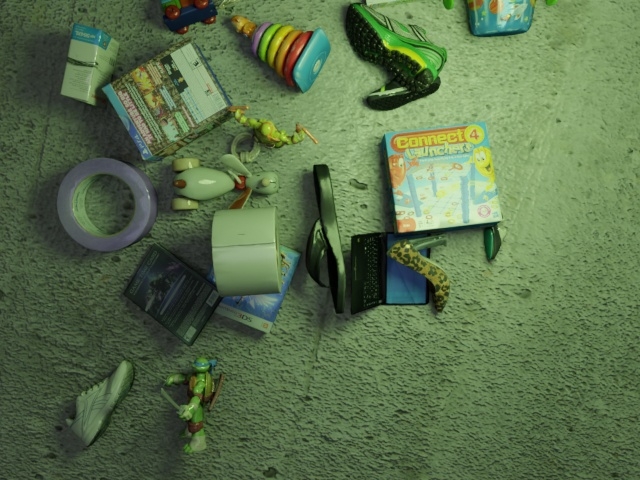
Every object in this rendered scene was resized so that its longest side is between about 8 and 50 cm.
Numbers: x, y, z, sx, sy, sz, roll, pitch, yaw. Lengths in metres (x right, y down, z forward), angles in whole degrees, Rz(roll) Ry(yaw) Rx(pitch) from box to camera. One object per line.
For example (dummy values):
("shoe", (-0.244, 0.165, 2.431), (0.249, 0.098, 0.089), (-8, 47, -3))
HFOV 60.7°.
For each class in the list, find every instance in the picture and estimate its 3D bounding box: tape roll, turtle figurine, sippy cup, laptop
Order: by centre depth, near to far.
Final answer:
("tape roll", (-0.200, 0.032, 1.524), (0.168, 0.246, 0.247), (-4, 95, -1))
("sippy cup", (0.513, -0.701, 1.549), (0.305, 0.240, 0.224), (3, 107, 23))
("turtle figurine", (-0.137, -0.305, 1.565), (0.269, 0.217, 0.087), (18, 95, -3))
("tape roll", (-0.635, -0.108, 1.641), (0.274, 0.090, 0.275), (0, 96, -1))
("laptop", (0.214, 0.095, 1.649), (0.136, 0.264, 0.235), (3, 96, 35))
("turtle figurine", (-0.429, 0.495, 1.652), (0.197, 0.274, 0.267), (6, 101, 33))

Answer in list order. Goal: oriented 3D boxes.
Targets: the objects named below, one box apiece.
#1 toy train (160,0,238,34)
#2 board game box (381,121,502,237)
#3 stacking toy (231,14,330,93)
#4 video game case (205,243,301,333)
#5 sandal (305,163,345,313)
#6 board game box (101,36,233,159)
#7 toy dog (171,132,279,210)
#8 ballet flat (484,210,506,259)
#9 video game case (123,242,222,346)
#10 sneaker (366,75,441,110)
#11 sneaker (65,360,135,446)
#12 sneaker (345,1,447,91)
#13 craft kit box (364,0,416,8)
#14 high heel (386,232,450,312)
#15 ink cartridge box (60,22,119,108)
("toy train", (-0.348, -0.718, 1.590), (0.247, 0.105, 0.144), (-20, 82, 1))
("board game box", (0.353, -0.178, 1.616), (0.307, 0.086, 0.302), (-7, 81, 0))
("stacking toy", (-0.136, -0.573, 1.588), (0.301, 0.175, 0.166), (30, 91, 8))
("video game case", (-0.219, 0.117, 1.683), (0.244, 0.061, 0.270), (22, 95, -4))
("sandal", (0.000, -0.001, 1.629), (0.106, 0.167, 0.447), (-8, 86, -6))
("board game box", (-0.430, -0.401, 1.590), (0.290, 0.141, 0.232), (-29, 95, 2))
("toy dog", (-0.301, -0.174, 1.604), (0.333, 0.161, 0.220), (-23, 96, 1))
("ballet flat", (0.533, -0.044, 1.677), (0.074, 0.074, 0.203), (-12, 93, 0))
("video game case", (-0.448, 0.162, 1.664), (0.274, 0.026, 0.196), (35, 97, 12))
("sneaker", (0.245, -0.466, 1.641), (0.234, 0.084, 0.097), (-16, 70, 0))
("sneaker", (-0.685, 0.492, 1.691), (0.129, 0.111, 0.297), (34, 93, 2))
("sneaker", (0.213, -0.577, 1.589), (0.343, 0.134, 0.146), (42, 67, 10))
("craft kit box", (0.234, -0.828, 1.606), (0.249, 0.061, 0.247), (-10, 98, 0))
("high heel", (0.293, 0.111, 1.655), (0.186, 0.093, 0.262), (-10, 108, -10))
("ink cartridge box", (-0.662, -0.496, 1.574), (0.085, 0.148, 0.203), (14, 95, -3))
